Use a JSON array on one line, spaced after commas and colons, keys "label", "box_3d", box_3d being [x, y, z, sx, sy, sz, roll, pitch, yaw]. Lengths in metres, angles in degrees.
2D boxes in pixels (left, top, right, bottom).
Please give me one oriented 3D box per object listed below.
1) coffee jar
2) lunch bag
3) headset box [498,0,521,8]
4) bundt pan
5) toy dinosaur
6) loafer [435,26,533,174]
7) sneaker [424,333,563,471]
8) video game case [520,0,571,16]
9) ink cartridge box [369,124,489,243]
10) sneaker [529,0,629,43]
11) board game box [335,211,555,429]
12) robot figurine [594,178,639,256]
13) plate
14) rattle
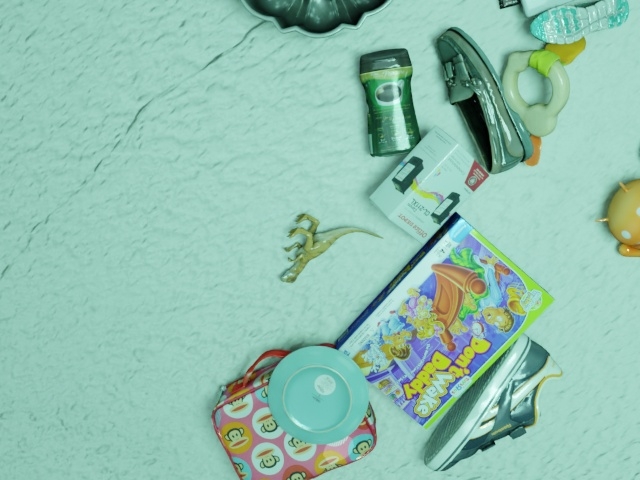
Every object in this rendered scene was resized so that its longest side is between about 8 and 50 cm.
[{"label": "coffee jar", "box_3d": [0.124, -0.245, 1.114, 0.096, 0.079, 0.184, -7, 101, 6]}, {"label": "lunch bag", "box_3d": [-0.059, 0.334, 1.219, 0.293, 0.120, 0.258, -25, 98, 8]}, {"label": "headset box", "box_3d": [0.337, -0.452, 1.083, 0.062, 0.032, 0.083, -12, 102, 6]}, {"label": "bundt pan", "box_3d": [-0.004, -0.504, 1.050, 0.331, 0.124, 0.330, 1, 102, 3]}, {"label": "toy dinosaur", "box_3d": [0.000, 0.000, 1.189, 0.212, 0.064, 0.112, -34, 115, 19]}, {"label": "loafer", "box_3d": [0.268, -0.240, 1.082, 0.084, 0.096, 0.267, -32, 91, -9]}, {"label": "sneaker", "box_3d": [0.332, 0.334, 1.190, 0.127, 0.126, 0.321, 35, 101, 0]}, {"label": "video game case", "box_3d": [0.422, -0.555, 0.953, 0.300, 0.036, 0.329, -16, 116, 20]}, {"label": "ink cartridge box", "box_3d": [0.193, -0.094, 1.112, 0.175, 0.072, 0.127, -48, 136, 11]}, {"label": "sneaker", "box_3d": [0.432, -0.371, 1.067, 0.167, 0.076, 0.064, -11, 104, -5]}, {"label": "board game box", "box_3d": [0.228, 0.153, 1.185, 0.233, 0.078, 0.347, 40, 101, -4]}, {"label": "robot figurine", "box_3d": [0.606, -0.033, 1.099, 0.220, 0.158, 0.128, 18, 80, 0]}, {"label": "plate", "box_3d": [-0.005, 0.287, 1.144, 0.188, 0.024, 0.188, 0, 96, 5]}, {"label": "rattle", "box_3d": [0.403, -0.252, 1.120, 0.130, 0.143, 0.199, 3, 121, 35]}]
